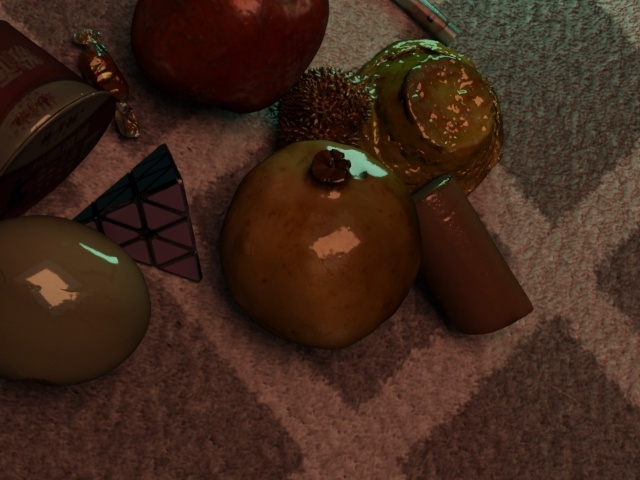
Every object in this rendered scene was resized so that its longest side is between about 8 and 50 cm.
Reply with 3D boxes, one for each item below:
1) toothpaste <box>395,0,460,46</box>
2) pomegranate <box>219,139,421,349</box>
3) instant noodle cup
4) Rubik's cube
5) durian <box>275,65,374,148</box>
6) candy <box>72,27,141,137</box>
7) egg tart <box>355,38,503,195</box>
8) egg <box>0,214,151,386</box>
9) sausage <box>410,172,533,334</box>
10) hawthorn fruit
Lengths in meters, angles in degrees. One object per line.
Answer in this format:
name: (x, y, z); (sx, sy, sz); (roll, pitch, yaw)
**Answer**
toothpaste: (0.145, -0.401, 2.150); (0.205, 0.036, 0.056); (43, 63, -2)
pomegranate: (0.006, 0.010, 1.822); (0.307, 0.307, 0.307); (8, 70, -22)
instant noodle cup: (-0.414, -0.165, 1.719); (0.178, 0.235, 0.235); (43, 61, 5)
Rubik's cube: (-0.200, -0.036, 1.793); (0.190, 0.178, 0.211); (45, 62, -8)
durian: (0.001, -0.183, 1.942); (0.137, 0.168, 0.158); (33, 81, -38)
candy: (-0.308, -0.230, 1.880); (0.053, 0.046, 0.182); (-22, 81, -30)
egg tart: (0.176, -0.195, 2.043); (0.294, 0.123, 0.294); (7, 71, -21)
egg: (-0.349, 0.077, 1.661); (0.269, 0.219, 0.219); (6, 71, -18)
sausage: (0.208, 0.030, 1.962); (0.123, 0.123, 0.253); (-39, 103, -29)
hawthorn fruit: (-0.127, -0.320, 1.878); (0.284, 0.284, 0.284); (8, 70, -22)
